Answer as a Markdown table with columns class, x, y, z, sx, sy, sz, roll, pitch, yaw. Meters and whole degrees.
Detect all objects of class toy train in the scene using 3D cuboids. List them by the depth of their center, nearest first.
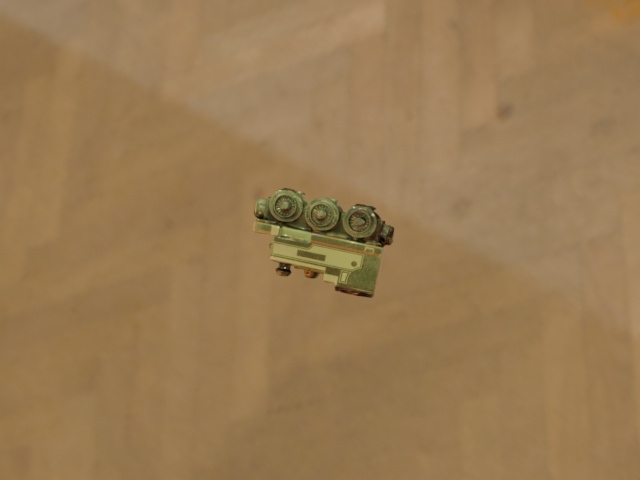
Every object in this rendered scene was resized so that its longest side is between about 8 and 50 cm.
| class | x | y | z | sx | sy | sz | roll | pitch | yaw |
| --- | --- | --- | --- | --- | --- | --- | --- | --- | --- |
| toy train | 0.000 | 0.000 | 1.087 | 0.083 | 0.033 | 0.053 | 11 | 93 | 6 |
